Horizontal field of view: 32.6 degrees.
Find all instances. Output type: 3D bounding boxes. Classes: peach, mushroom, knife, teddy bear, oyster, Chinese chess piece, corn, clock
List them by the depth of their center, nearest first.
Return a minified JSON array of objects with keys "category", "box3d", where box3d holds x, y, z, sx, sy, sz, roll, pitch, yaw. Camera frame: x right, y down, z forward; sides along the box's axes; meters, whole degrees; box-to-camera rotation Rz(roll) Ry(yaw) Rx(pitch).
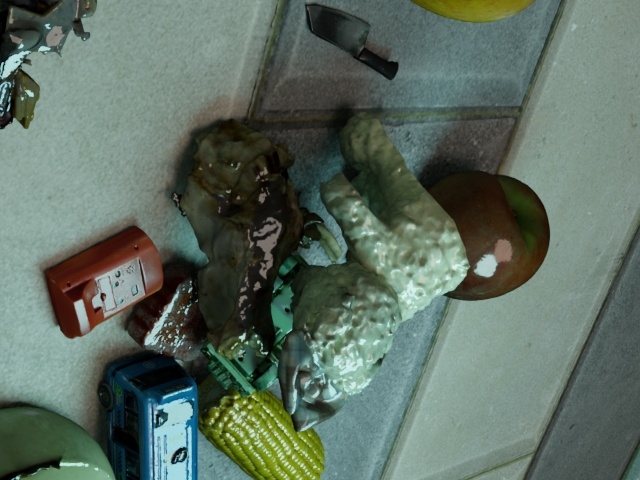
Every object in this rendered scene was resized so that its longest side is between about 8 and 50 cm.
[{"category":"clock","box3d":[-0.294,0.062,1.522,0.155,0.061,0.113,-32,138,-29]},{"category":"oyster","box3d":[-0.117,-0.001,1.553,0.197,0.133,0.337,10,88,-30]},{"category":"Chinese chess piece","box3d":[-0.453,0.406,1.557,0.349,0.146,0.349,-28,137,-29]},{"category":"teddy bear","box3d":[0.019,0.043,1.625,0.362,0.375,0.327,-29,143,-13]},{"category":"knife","box3d":[0.048,-0.303,1.631,0.230,0.028,0.060,19,92,-49]},{"category":"mushroom","box3d":[0.000,0.000,1.795,0.060,0.061,0.187,-57,148,-3]},{"category":"corn","box3d":[-0.102,0.332,1.888,0.144,0.144,0.387,-46,140,-10]},{"category":"peach","box3d":[0.276,-0.005,1.949,0.252,0.252,0.252,-28,137,-30]}]

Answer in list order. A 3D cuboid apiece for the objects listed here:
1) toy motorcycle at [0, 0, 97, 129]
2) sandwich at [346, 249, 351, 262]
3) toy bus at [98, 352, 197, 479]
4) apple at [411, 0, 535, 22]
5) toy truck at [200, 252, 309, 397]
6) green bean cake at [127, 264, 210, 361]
[{"category":"toy motorcycle","box3d":[-0.324,-0.222,1.230,0.130,0.094,0.229,-8,129,-46]},{"category":"sandwich","box3d":[0.097,0.003,1.916,0.105,0.035,0.093,-5,122,-46]},{"category":"toy bus","box3d":[-0.255,0.304,1.667,0.113,0.134,0.246,-12,112,-41]},{"category":"apple","box3d":[0.210,-0.443,1.476,0.299,0.299,0.275,-57,158,5]},{"category":"toy truck","box3d":[-0.087,0.144,1.725,0.135,0.128,0.259,-39,-175,42]},{"category":"green bean cake","box3d":[-0.211,0.109,1.651,0.135,0.056,0.135,28,95,-53]}]
